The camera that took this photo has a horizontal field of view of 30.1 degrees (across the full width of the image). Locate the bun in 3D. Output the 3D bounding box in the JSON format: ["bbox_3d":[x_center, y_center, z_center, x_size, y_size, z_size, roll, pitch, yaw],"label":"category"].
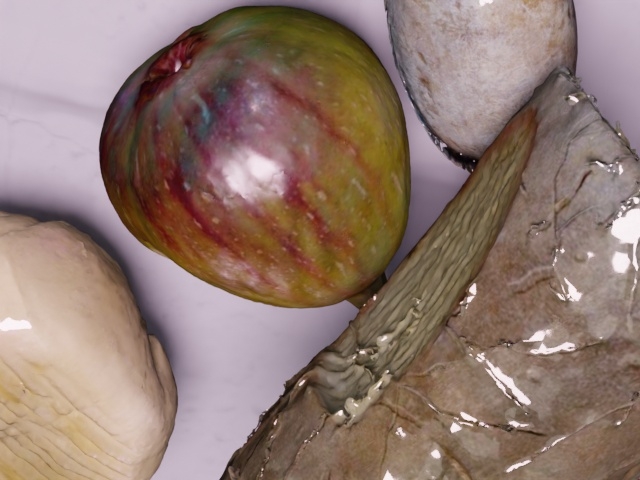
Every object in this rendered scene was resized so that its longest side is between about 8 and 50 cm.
[{"bbox_3d":[-0.164,0.066,0.653,0.178,0.128,0.193,-23,128,23],"label":"bun"}]

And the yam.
[{"bbox_3d":[0.075,0.061,0.513,0.154,0.154,0.254,32,111,-12],"label":"yam"}]

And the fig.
[{"bbox_3d":[0.000,0.000,0.584,0.149,0.149,0.245,-23,128,23],"label":"fig"}]

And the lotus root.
[{"bbox_3d":[0.075,-0.085,0.538,0.088,0.088,0.165,-6,134,14],"label":"lotus root"}]
